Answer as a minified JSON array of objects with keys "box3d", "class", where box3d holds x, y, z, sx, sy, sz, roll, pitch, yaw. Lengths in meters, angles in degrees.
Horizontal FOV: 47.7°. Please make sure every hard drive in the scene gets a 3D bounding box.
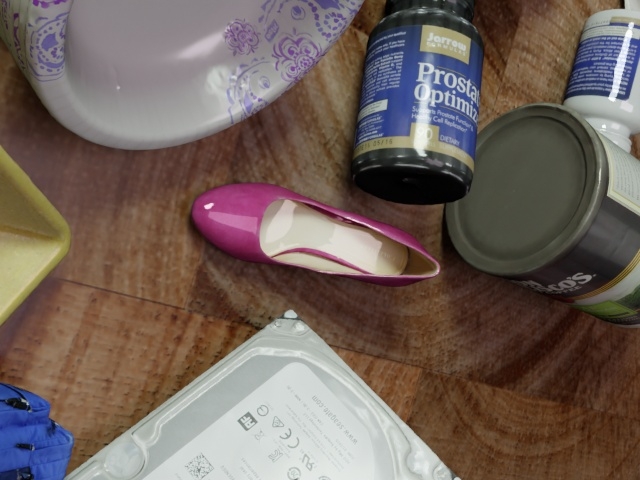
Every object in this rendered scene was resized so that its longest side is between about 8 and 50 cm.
[{"box3d":[-0.075,0.239,0.614,0.339,0.237,0.064,-35,155,-25],"class":"hard drive"}]

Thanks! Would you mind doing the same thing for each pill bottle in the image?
[{"box3d":[0.384,-0.197,0.959,0.112,0.112,0.186,20,85,-36],"class":"pill bottle"},{"box3d":[0.102,-0.156,0.741,0.123,0.123,0.219,18,72,-36],"class":"pill bottle"}]

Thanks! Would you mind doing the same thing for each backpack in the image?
[{"box3d":[-0.244,0.159,0.542,0.101,0.098,0.120,-70,157,-7],"class":"backpack"}]

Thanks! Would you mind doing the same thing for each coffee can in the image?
[{"box3d":[0.317,-0.020,0.877,0.275,0.201,0.201,20,84,-36],"class":"coffee can"}]

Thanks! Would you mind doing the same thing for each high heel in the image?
[{"box3d":[0.000,0.000,0.699,0.244,0.117,0.082,21,84,-36],"class":"high heel"}]

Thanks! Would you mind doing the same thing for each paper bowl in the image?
[{"box3d":[-0.102,-0.212,0.525,0.284,0.284,0.148,-26,71,-31],"class":"paper bowl"}]

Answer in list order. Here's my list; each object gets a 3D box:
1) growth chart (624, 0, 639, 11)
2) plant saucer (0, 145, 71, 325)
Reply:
[{"box3d":[0.485,-0.363,1.066,0.172,0.021,0.237,-18,106,-34],"class":"growth chart"},{"box3d":[-0.340,0.028,0.405,0.333,0.081,0.333,-53,158,-19],"class":"plant saucer"}]
